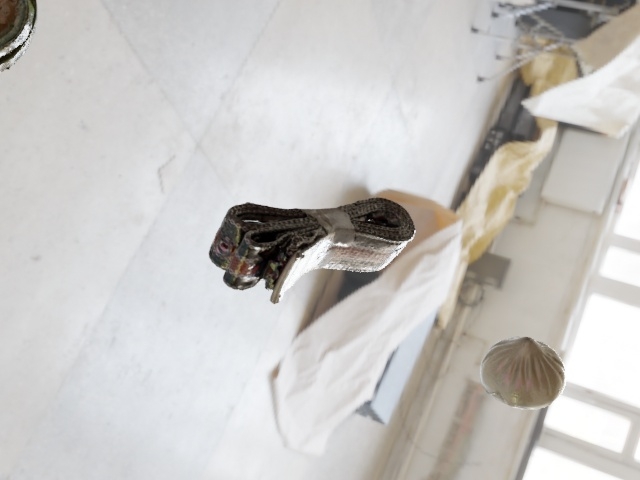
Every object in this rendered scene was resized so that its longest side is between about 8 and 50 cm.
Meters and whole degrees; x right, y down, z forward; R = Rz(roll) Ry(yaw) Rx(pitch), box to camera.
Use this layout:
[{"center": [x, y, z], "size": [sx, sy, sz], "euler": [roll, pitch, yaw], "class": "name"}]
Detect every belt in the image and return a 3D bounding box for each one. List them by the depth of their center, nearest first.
[{"center": [0.000, 0.000, 1.239], "size": [0.360, 0.126, 0.094], "euler": [-9, 136, -48], "class": "belt"}]

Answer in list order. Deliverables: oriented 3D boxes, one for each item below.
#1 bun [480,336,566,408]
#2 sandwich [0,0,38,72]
[{"center": [0.324, 0.194, 1.362], "size": [0.138, 0.138, 0.094], "euler": [-40, 140, -53], "class": "bun"}, {"center": [-0.258, -0.156, 0.641], "size": [0.026, 0.101, 0.069], "euler": [123, -52, -74], "class": "sandwich"}]
